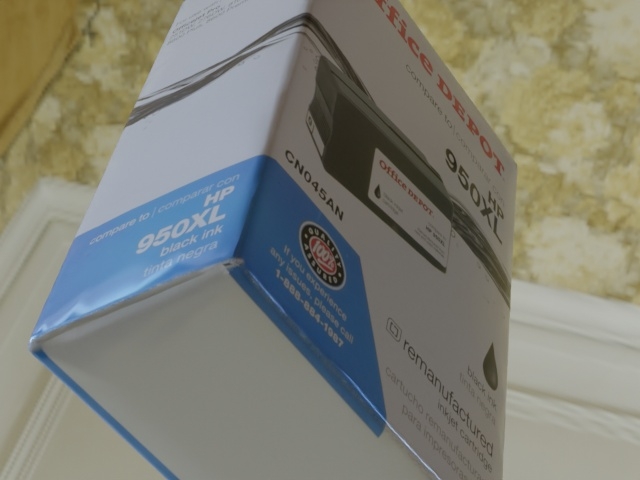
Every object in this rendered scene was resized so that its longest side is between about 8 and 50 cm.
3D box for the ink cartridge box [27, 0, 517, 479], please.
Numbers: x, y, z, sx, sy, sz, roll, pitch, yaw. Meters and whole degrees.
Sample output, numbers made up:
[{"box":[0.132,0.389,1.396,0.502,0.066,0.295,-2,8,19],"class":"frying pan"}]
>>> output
[{"box":[0.000,0.000,0.883,0.166,0.285,0.395,-23,-147,28],"class":"ink cartridge box"}]
